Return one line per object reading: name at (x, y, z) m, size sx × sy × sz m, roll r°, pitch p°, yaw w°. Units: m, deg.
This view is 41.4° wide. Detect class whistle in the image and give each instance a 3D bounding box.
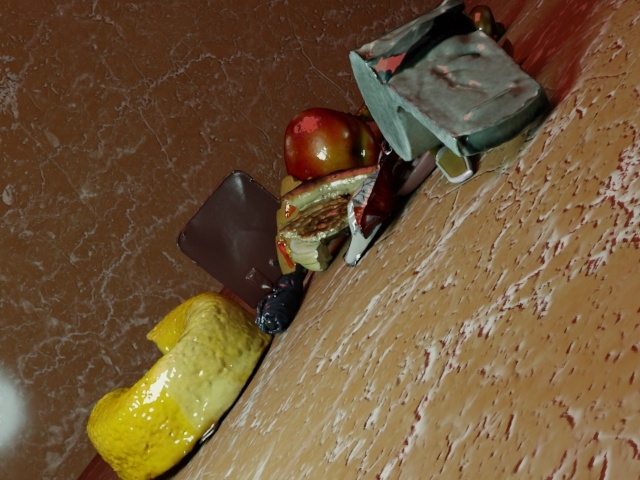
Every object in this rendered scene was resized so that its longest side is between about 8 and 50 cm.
whistle at (0.167, -0.228, 1.187) m, size 0.168 × 0.188 × 0.405 m, roll -29°, pitch 11°, yaw -3°

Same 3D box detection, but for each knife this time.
knife at (0.187, -0.129, 1.256) m, size 0.046 × 0.022 × 0.256 m, roll -48°, pitch 15°, yaw 12°

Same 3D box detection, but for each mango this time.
mango at (0.166, -0.255, 1.989) m, size 0.077 × 0.063 × 0.127 m, roll -44°, pitch 12°, yaw 2°

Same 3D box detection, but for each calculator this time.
calculator at (0.218, -0.201, 1.475) m, size 0.330 × 0.048 × 0.220 m, roll -53°, pitch 8°, yaw 7°

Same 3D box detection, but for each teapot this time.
teapot at (0.346, -0.442, 1.782) m, size 0.129 × 0.078 × 0.098 m, roll 66°, pitch -158°, yaw -83°

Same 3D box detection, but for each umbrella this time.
umbrella at (-0.065, 0.098, 1.653) m, size 0.071 × 0.071 × 0.248 m, roll -47°, pitch 7°, yaw 32°

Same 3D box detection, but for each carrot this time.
carrot at (0.170, -0.333, 2.049) m, size 0.066 × 0.066 × 0.314 m, roll -46°, pitch -8°, yaw 39°

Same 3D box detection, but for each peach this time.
peach at (0.013, -0.196, 1.947) m, size 0.199 × 0.243 × 0.243 m, roll -60°, pitch 10°, yaw -27°

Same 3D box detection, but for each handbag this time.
handbag at (-0.184, -0.008, 2.091) m, size 0.260 × 0.275 × 0.084 m, roll -51°, pitch 6°, yaw -7°

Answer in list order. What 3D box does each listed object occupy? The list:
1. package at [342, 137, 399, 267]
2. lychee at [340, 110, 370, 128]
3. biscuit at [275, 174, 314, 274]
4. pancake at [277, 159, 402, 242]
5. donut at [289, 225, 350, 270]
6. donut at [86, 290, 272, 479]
package at (0.097, -0.090, 1.444) m, size 0.269 × 0.071 × 0.194 m, roll -66°, pitch 6°, yaw -31°
lychee at (0.043, -0.236, 2.176) m, size 0.200 × 0.200 × 0.238 m, roll -52°, pitch 22°, yaw -3°
biscuit at (-0.047, -0.026, 1.869) m, size 0.212 × 0.041 × 0.239 m, roll 42°, pitch 122°, yaw 41°
pancake at (0.024, -0.089, 1.665) m, size 0.257 × 0.056 × 0.212 m, roll -36°, pitch 29°, yaw -14°
donut at (-0.002, -0.001, 1.683) m, size 0.108 × 0.065 × 0.166 m, roll -11°, pitch 36°, yaw 41°
donut at (-0.269, 0.257, 1.649) m, size 0.377 × 0.163 × 0.435 m, roll -34°, pitch 15°, yaw 45°
